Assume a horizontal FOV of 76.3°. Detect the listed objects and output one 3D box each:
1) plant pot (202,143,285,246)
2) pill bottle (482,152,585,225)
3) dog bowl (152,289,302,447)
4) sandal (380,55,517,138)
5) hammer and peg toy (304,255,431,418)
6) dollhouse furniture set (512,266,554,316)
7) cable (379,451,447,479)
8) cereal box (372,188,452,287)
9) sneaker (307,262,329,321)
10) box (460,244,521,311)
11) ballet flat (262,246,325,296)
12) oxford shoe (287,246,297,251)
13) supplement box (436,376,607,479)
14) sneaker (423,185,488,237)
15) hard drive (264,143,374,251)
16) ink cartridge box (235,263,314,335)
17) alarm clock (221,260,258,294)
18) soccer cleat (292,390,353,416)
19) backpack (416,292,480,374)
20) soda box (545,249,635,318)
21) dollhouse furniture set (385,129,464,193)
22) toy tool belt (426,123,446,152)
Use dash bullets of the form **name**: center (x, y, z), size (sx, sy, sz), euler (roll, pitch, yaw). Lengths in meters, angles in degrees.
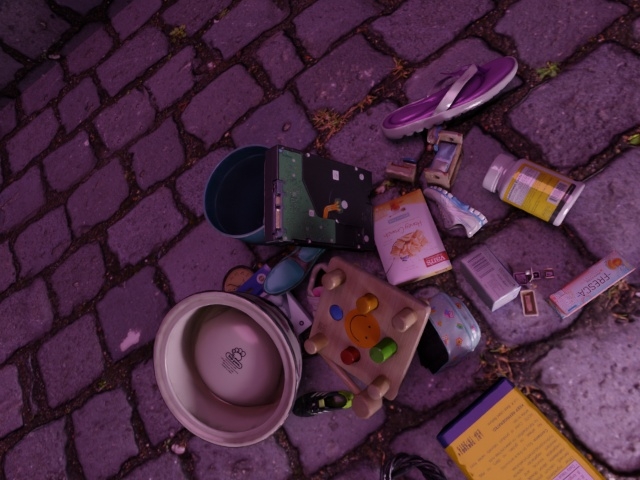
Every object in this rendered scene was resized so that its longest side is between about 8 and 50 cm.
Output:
- **plant pot**: center (-0.160, -0.102, 1.205), size (0.271, 0.255, 0.272), euler (-7, 71, 21)
- **pill bottle**: center (0.531, -0.135, 1.029), size (0.208, 0.119, 0.119), euler (34, 87, 27)
- **dog bowl**: center (-0.230, 0.319, 1.087), size (0.407, 0.150, 0.409), euler (2, 96, 17)
- **sandal**: center (0.362, -0.426, 1.172), size (0.416, 0.102, 0.169), euler (-28, 38, 11)
- **hammer and peg toy**: center (0.079, 0.243, 0.951), size (0.265, 0.127, 0.362), euler (29, 116, 29)
- **dollhouse furniture set**: center (0.518, 0.118, 0.970), size (0.090, 0.081, 0.115), euler (-7, 70, 19)
- **cable**: center (0.229, 0.587, 0.950), size (0.184, 0.047, 0.151), euler (3, 69, 25)
- **cereal box**: center (0.241, -0.005, 1.136), size (0.172, 0.047, 0.240), euler (-22, 66, 14)
- **sneaker**: center (0.011, 0.173, 1.129), size (0.102, 0.111, 0.253), euler (-15, 68, 16)
- **box**: center (0.409, 0.095, 0.988), size (0.072, 0.137, 0.126), euler (-34, 64, 6)
- **ballet flat**: center (-0.059, 0.064, 1.148), size (0.083, 0.087, 0.247), euler (43, 84, 7)
- **oxford shoe**: center (0.000, 0.000, 1.216), size (0.212, 0.076, 0.076), euler (-21, 75, 13)
- **supplement box**: center (0.435, 0.480, 0.818), size (0.194, 0.195, 0.356), euler (-42, 63, 3)
- **sneaker**: center (0.350, -0.078, 1.110), size (0.190, 0.071, 0.083), euler (39, 95, 27)
- **hard drive**: center (0.007, -0.096, 1.070), size (0.064, 0.338, 0.237), euler (-10, 78, 47)
- **ink cartridge box**: center (-0.171, 0.221, 1.176), size (0.223, 0.045, 0.224), euler (-42, 83, 6)
- **alarm clock**: center (-0.255, 0.152, 1.264), size (0.192, 0.064, 0.129), euler (-25, 69, 13)
- **soccer cleat**: center (-0.001, 0.426, 1.070), size (0.178, 0.072, 0.060), euler (-16, 67, 15)
- **backpack**: center (0.288, 0.214, 0.967), size (0.144, 0.188, 0.166), euler (-23, 63, -5)
- **soda box**: center (0.622, 0.104, 0.945), size (0.183, 0.063, 0.058), euler (-37, 64, 6)
- **dollhouse furniture set**: center (0.290, -0.229, 1.147), size (0.183, 0.129, 0.129), euler (18, 79, 25)
- **toy tool belt**: center (0.342, -0.302, 1.196), size (0.051, 0.052, 0.083), euler (0, 73, 30)
